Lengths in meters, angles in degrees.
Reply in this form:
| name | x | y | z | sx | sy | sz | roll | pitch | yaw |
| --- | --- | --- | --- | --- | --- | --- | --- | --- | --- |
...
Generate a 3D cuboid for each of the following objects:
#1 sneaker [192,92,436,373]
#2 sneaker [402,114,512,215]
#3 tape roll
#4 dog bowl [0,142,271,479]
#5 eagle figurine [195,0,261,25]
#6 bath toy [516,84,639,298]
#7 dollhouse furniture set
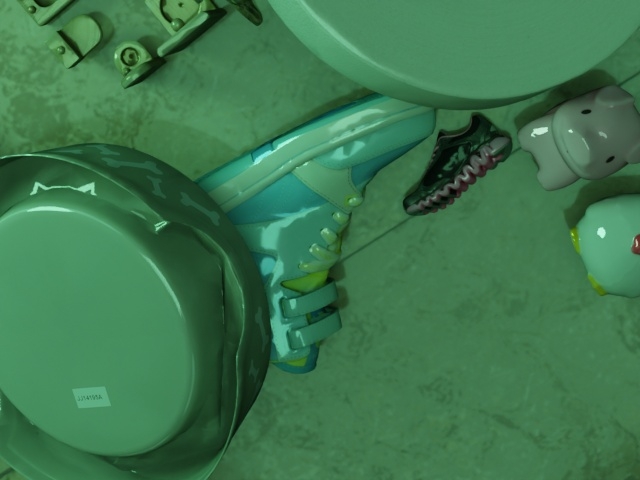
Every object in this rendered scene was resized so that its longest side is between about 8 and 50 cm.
| name | x | y | z | sx | sy | sz | roll | pitch | yaw |
| --- | --- | --- | --- | --- | --- | --- | --- | --- | --- |
| sneaker | 0.000 | 0.000 | 1.836 | 0.319 | 0.127 | 0.208 | -27 | 94 | 17 |
| sneaker | 0.120 | -0.072 | 1.859 | 0.119 | 0.047 | 0.057 | -38 | 74 | 7 |
| tape roll | 0.118 | -0.303 | 1.659 | 0.392 | 0.072 | 0.392 | 1 | 85 | -16 |
| dog bowl | -0.198 | 0.070 | 1.806 | 0.349 | 0.102 | 0.348 | 13 | 118 | 26 |
| eagle figurine | -0.036 | -0.359 | 1.752 | 0.298 | 0.226 | 0.225 | -41 | 73 | 14 |
| bath toy | 0.236 | -0.113 | 1.783 | 0.129 | 0.151 | 0.348 | -26 | 98 | 23 |
| dollhouse furniture set | -0.195 | -0.218 | 1.814 | 0.144 | 0.123 | 0.151 | -39 | 94 | 9 |
